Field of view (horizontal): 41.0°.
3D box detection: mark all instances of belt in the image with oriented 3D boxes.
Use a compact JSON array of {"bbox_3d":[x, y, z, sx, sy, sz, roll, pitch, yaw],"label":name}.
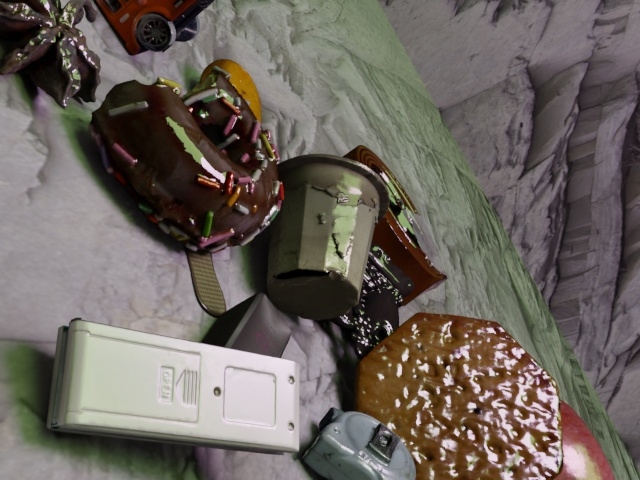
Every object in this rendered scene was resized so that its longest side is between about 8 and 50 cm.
[{"bbox_3d":[0.127,-0.028,1.794,0.338,0.122,0.217,58,23,3],"label":"belt"}]

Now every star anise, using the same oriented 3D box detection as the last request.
[{"bbox_3d":[-0.345,-0.271,1.100,0.209,0.089,0.231,50,33,-42],"label":"star anise"}]

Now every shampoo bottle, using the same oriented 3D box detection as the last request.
[{"bbox_3d":[-0.109,0.156,1.059,0.080,0.079,0.246,54,22,-11],"label":"shampoo bottle"}]

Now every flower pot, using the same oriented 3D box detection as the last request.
[{"bbox_3d":[0.000,0.000,1.347,0.212,0.212,0.202,42,41,-37],"label":"flower pot"}]

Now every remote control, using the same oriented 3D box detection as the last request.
[{"bbox_3d":[-0.142,0.159,0.894,0.277,0.055,0.103,18,63,-37],"label":"remote control"}]

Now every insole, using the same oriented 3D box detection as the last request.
[{"bbox_3d":[-0.179,-0.002,1.222,0.086,0.005,0.253,24,40,-55],"label":"insole"}]

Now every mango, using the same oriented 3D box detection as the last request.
[{"bbox_3d":[-0.150,-0.237,1.491,0.165,0.089,0.115,62,22,0],"label":"mango"}]

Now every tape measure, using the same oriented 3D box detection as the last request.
[{"bbox_3d":[0.129,0.359,1.199,0.330,0.084,0.164,37,25,0],"label":"tape measure"}]

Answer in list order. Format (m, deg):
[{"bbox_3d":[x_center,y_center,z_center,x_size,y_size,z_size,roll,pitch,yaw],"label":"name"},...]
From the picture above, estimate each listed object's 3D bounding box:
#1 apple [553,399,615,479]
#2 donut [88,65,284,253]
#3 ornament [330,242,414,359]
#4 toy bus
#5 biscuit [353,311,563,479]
[{"bbox_3d":[0.353,0.434,1.483,0.345,0.269,0.344,159,-90,-84],"label":"apple"},{"bbox_3d":[-0.163,-0.114,1.225,0.259,0.136,0.345,55,21,0],"label":"donut"},{"bbox_3d":[0.053,0.103,1.492,0.251,0.106,0.260,46,32,-13],"label":"ornament"},{"bbox_3d":[-0.188,-0.434,1.340,0.153,0.329,0.143,53,22,-9],"label":"toy bus"},{"bbox_3d":[0.217,0.278,1.351,0.046,0.359,0.359,104,-31,-60],"label":"biscuit"}]
